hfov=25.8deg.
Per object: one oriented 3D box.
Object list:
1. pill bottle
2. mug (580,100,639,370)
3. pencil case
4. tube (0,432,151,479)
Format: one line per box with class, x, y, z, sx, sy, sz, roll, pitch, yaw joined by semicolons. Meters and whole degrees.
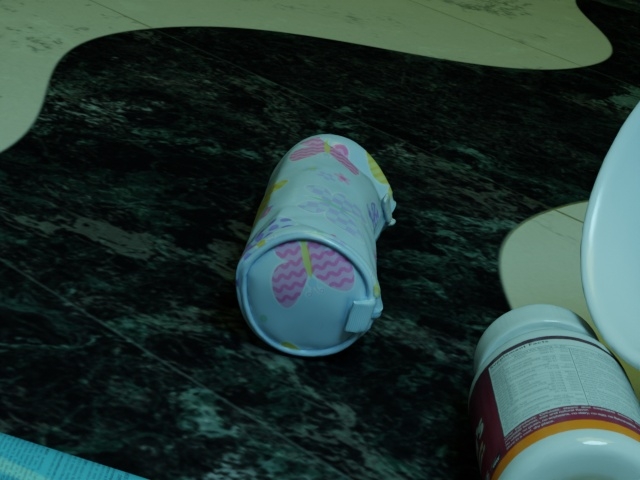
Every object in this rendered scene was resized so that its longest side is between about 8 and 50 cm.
pill bottle;0.168;0.136;0.984;0.121;0.121;0.221;11;22;-5
mug;0.425;0.039;1.001;0.328;0.276;0.374;24;7;-28
pencil case;0.000;0.000;1.234;0.124;0.113;0.273;32;21;-6
tube;-0.163;0.155;0.865;0.207;0.052;0.080;17;27;-3
